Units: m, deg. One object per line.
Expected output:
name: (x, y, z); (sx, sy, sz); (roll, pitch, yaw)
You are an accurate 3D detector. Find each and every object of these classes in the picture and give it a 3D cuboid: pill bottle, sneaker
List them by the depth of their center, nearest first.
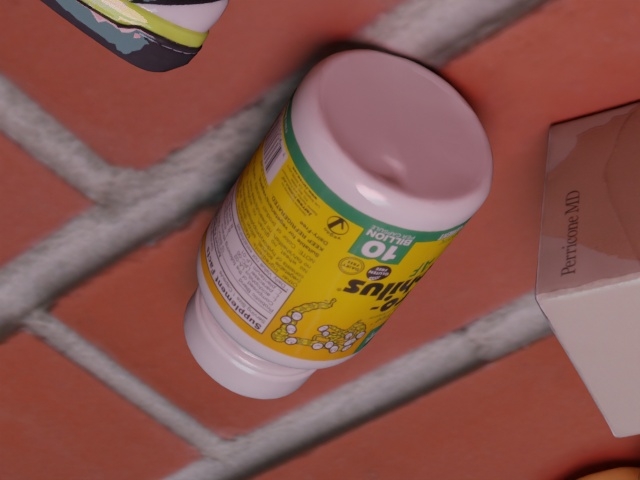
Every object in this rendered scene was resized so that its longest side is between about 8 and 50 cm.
sneaker: (-0.134, -0.181, 0.852); (0.235, 0.084, 0.097); (32, 108, -22)
pill bottle: (0.000, 0.000, 0.963); (0.117, 0.117, 0.208); (24, 135, -13)

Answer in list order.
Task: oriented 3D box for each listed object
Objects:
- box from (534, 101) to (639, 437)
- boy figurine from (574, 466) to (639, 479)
box: (0.278, -0.013, 0.876); (0.311, 0.148, 0.121); (-15, 129, 24)
boy figurine: (0.232, 0.218, 1.164); (0.177, 0.092, 0.285); (20, 139, -6)
